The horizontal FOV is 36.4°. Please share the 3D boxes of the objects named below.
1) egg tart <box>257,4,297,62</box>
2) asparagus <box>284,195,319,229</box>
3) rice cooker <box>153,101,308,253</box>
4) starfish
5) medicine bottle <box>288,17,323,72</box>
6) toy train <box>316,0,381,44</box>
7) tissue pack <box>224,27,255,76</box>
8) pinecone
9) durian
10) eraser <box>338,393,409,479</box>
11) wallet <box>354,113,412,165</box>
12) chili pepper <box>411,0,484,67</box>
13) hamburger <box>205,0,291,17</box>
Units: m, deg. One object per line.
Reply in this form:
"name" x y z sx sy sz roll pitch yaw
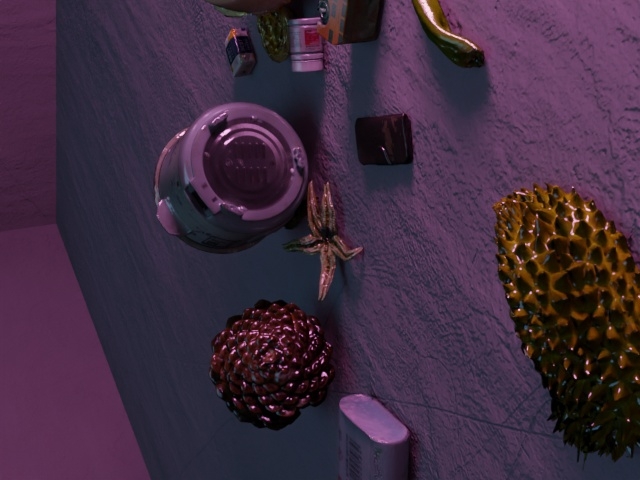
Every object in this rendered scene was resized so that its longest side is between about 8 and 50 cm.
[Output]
"egg tart" -0.074 -0.392 1.807 0.129 0.049 0.128 39 136 51
"asparagus" -0.037 -0.056 1.872 0.165 0.030 0.036 149 119 -64
"rice cooker" -0.171 -0.114 1.833 0.264 0.316 0.316 50 155 -7
"starfish" 0.002 0.000 1.772 0.217 0.050 0.223 -1 86 42
"medicine bottle" -0.025 -0.342 1.704 0.058 0.058 0.091 23 120 61
"toy train" 0.046 -0.393 1.518 0.099 0.072 0.188 -128 37 -47
"tissue pack" -0.167 -0.388 2.012 0.062 0.042 0.083 -45 59 58
"pinecone" -0.101 0.247 1.886 0.292 0.246 0.246 116 139 -67
"durian" 0.303 0.083 1.145 0.169 0.158 0.352 45 -154 -71
"eraser" 0.091 0.409 1.712 0.174 0.081 0.227 33 127 53
"wallet" 0.100 -0.160 1.554 0.157 0.018 0.082 11 109 63
"chili pepper" 0.163 -0.304 1.338 0.201 0.050 0.052 64 -172 27
"hamburger" -0.125 -0.536 1.684 0.302 0.170 0.302 9 104 40
